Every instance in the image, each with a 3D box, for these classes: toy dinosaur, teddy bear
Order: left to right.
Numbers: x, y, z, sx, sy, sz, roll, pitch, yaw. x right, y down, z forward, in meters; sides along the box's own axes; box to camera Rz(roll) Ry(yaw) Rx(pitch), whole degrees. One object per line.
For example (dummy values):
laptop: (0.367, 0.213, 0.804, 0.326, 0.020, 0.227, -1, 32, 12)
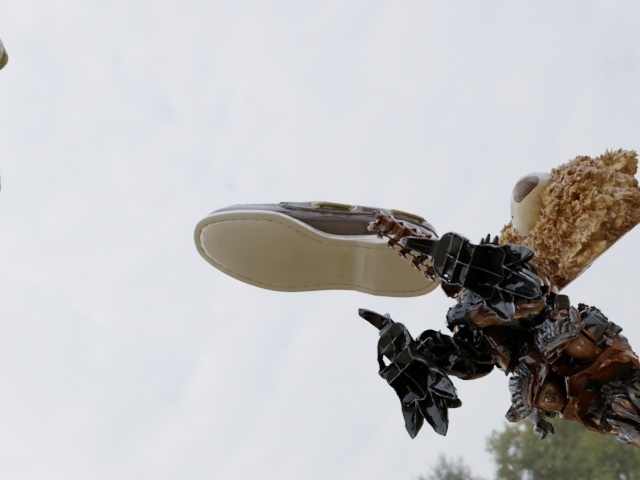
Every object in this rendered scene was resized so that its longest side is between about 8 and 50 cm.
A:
toy dinosaur: (0.154, 0.077, 0.642, 0.218, 0.322, 0.164, 4, -82, -49)
teddy bear: (0.231, 0.018, 0.832, 0.245, 0.113, 0.338, -41, -15, -5)

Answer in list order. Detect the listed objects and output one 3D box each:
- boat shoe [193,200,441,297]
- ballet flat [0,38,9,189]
boat shoe: (0.000, 0.000, 0.977, 0.325, 0.096, 0.116, 6, -56, 1)
ballet flat: (-0.299, -0.125, 0.621, 0.087, 0.247, 0.083, -9, -12, 28)
